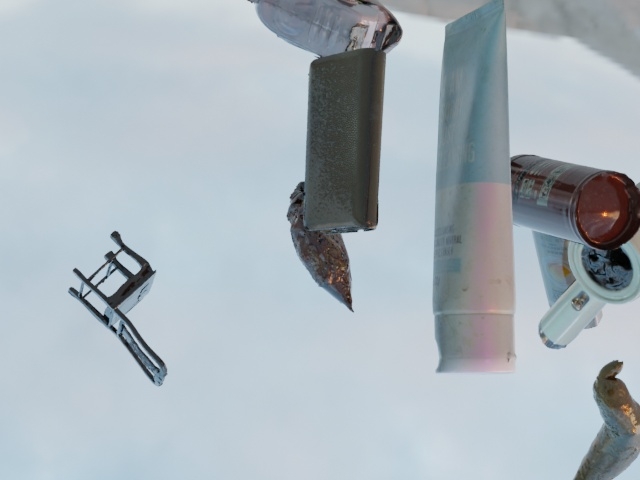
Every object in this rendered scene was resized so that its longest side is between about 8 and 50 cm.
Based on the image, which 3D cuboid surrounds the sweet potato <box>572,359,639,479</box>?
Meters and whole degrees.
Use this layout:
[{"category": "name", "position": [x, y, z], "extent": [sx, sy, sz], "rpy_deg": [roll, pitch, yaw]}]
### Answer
[{"category": "sweet potato", "position": [0.554, 0.367, 2.725], "extent": [0.124, 0.310, 0.098], "rpy_deg": [6, -152, -7]}]

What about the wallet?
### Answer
[{"category": "wallet", "position": [0.026, -0.107, 1.590], "extent": [0.031, 0.198, 0.110], "rpy_deg": [8, 172, -42]}]

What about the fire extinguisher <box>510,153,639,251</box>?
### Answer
[{"category": "fire extinguisher", "position": [0.305, -0.082, 1.990], "extent": [0.106, 0.147, 0.337], "rpy_deg": [-20, -164, -18]}]

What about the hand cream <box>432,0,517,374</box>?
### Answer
[{"category": "hand cream", "position": [0.127, -0.044, 1.214], "extent": [0.070, 0.312, 0.111], "rpy_deg": [1, 172, -20]}]

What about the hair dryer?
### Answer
[{"category": "hair dryer", "position": [0.411, 0.062, 2.125], "extent": [0.128, 0.362, 0.203], "rpy_deg": [46, -131, 13]}]

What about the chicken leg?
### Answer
[{"category": "chicken leg", "position": [0.000, 0.000, 2.026], "extent": [0.105, 0.063, 0.234], "rpy_deg": [34, -157, -31]}]

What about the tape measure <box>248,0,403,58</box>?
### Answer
[{"category": "tape measure", "position": [0.012, -0.343, 2.213], "extent": [0.236, 0.120, 0.197], "rpy_deg": [30, -159, 31]}]

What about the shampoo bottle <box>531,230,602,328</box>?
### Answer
[{"category": "shampoo bottle", "position": [0.386, 0.041, 2.264], "extent": [0.086, 0.227, 0.056], "rpy_deg": [12, -133, 33]}]

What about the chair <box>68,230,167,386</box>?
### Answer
[{"category": "chair", "position": [-0.298, 0.114, 2.344], "extent": [0.229, 0.106, 0.113], "rpy_deg": [44, -114, 6]}]
